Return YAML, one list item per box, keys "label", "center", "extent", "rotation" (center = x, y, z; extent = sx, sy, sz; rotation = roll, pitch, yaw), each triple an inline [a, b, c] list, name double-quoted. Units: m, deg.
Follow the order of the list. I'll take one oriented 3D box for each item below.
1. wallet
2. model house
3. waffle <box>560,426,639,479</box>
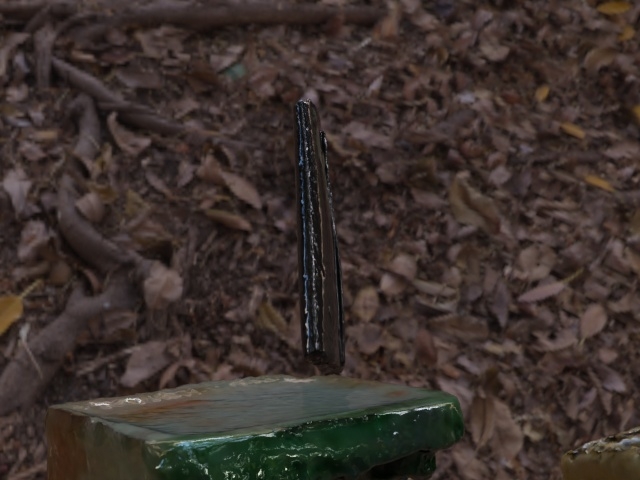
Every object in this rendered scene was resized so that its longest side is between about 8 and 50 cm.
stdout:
- label: "wallet"
  center: [0.000, 0.000, 1.187]
  extent: [0.044, 0.170, 0.321]
  rotation: [-5, 74, 8]
- label: "model house"
  center: [-0.048, 0.264, 0.770]
  extent: [0.312, 0.280, 0.245]
  rotation: [-1, 0, -41]
- label: "waffle"
  center: [0.441, 0.207, 0.885]
  extent: [0.376, 0.261, 0.114]
  rotation: [-10, 83, -18]
